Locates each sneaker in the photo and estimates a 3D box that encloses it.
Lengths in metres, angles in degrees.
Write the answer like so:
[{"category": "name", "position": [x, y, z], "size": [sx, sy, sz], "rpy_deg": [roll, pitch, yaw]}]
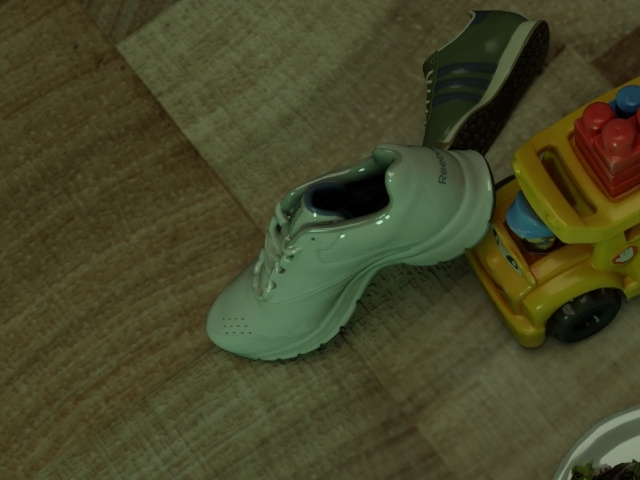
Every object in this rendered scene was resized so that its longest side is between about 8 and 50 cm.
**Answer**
[{"category": "sneaker", "position": [0.000, 0.000, 1.236], "size": [0.297, 0.129, 0.111], "rpy_deg": [-37, 53, 29]}, {"category": "sneaker", "position": [0.125, -0.132, 1.348], "size": [0.086, 0.064, 0.192], "rpy_deg": [26, 73, 31]}]

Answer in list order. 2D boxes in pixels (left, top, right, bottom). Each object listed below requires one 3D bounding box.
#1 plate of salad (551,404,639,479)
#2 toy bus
[{"category": "plate of salad", "position": [0.273, 0.216, 1.150], "size": [0.199, 0.048, 0.200], "rpy_deg": [-5, 65, 11]}, {"category": "toy bus", "position": [0.220, -0.038, 1.193], "size": [0.220, 0.211, 0.149], "rpy_deg": [-29, 63, 1]}]
